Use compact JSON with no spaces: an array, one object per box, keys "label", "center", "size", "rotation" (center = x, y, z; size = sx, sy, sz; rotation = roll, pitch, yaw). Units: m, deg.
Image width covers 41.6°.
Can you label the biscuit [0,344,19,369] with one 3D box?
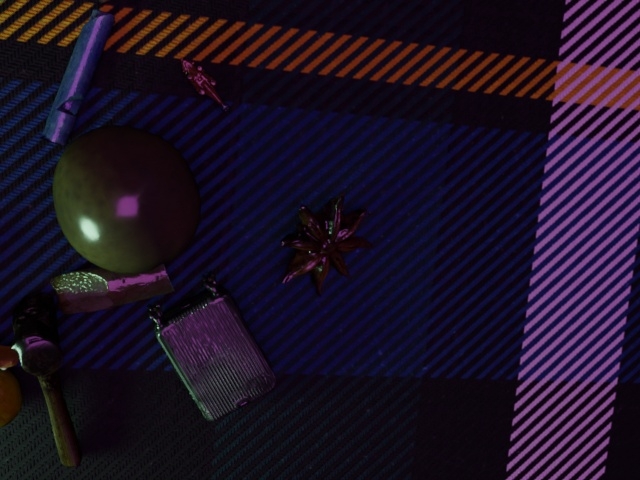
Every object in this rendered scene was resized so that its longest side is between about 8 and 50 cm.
[{"label":"biscuit","center":[-0.766,0.227,1.803],"size":[0.240,0.158,0.035],"rotation":[25,109,15]}]

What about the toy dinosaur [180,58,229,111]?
[{"label":"toy dinosaur","center":[-0.260,-0.348,1.885],"size":[0.049,0.055,0.154],"rotation":[-42,97,-7]}]

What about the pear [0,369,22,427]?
[{"label":"pear","center":[-0.733,0.336,1.827],"size":[0.162,0.149,0.148],"rotation":[33,90,-42]}]

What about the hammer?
[{"label":"hammer","center":[-0.591,0.334,1.848],"size":[0.095,0.242,0.408],"rotation":[-12,115,-17]}]

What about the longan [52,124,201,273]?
[{"label":"longan","center":[-0.407,-0.088,1.777],"size":[0.319,0.319,0.318],"rotation":[-2,98,-13]}]

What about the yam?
[{"label":"yam","center":[-0.465,0.099,1.883],"size":[0.259,0.106,0.106],"rotation":[-14,101,-12]}]

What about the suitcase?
[{"label":"suitcase","center":[-0.249,0.248,1.938],"size":[0.202,0.128,0.312],"rotation":[-29,104,-7]}]

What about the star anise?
[{"label":"star anise","center":[0.000,0.000,1.985],"size":[0.272,0.102,0.272],"rotation":[-17,126,-25]}]

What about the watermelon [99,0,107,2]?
[{"label":"watermelon","center":[-0.435,-0.576,1.820],"size":[0.155,0.080,0.101],"rotation":[-17,66,-8]}]

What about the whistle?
[{"label":"whistle","center":[-0.525,-0.353,1.822],"size":[0.062,0.062,0.304],"rotation":[22,93,-15]}]
